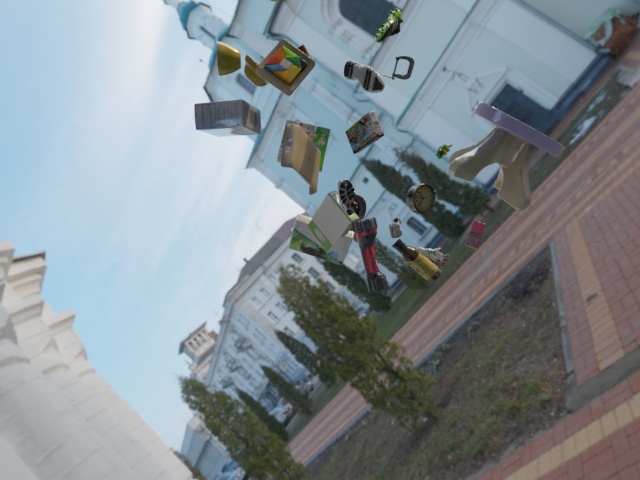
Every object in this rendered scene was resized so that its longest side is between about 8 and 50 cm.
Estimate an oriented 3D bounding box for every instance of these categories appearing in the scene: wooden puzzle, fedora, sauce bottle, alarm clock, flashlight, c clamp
[{"bbox_3d":[-0.175,-0.882,2.039,0.238,0.221,0.044,-55,2,-12],"label":"wooden puzzle"},{"bbox_3d":[0.133,-0.153,2.337,0.124,0.276,0.243,69,-163,-62],"label":"fedora"},{"bbox_3d":[0.586,0.115,2.486,0.111,0.344,0.111,-49,3,3],"label":"sauce bottle"},{"bbox_3d":[0.417,-0.185,1.732,0.192,0.064,0.129,12,-88,-34],"label":"alarm clock"},{"bbox_3d":[0.212,0.060,1.660,0.103,0.303,0.103,-14,0,9],"label":"flashlight"},{"bbox_3d":[0.389,-0.851,1.992,0.160,0.137,0.022,107,-178,-65],"label":"c clamp"}]

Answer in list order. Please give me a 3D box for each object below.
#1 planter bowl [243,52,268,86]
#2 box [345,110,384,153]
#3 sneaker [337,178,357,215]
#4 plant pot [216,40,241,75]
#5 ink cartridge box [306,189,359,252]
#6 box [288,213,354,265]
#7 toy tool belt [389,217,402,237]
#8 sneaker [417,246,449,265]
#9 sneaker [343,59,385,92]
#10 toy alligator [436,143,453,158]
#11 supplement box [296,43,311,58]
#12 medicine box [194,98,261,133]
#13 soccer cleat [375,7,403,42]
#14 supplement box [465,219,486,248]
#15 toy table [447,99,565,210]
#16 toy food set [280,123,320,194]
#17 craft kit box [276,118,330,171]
[{"bbox_3d":[-0.341,-0.883,2.138,0.090,0.217,0.217,-47,-10,13],"label":"planter bowl"},{"bbox_3d":[0.188,-0.465,1.748,0.036,0.114,0.207,-22,0,-26],"label":"box"},{"bbox_3d":[0.085,-0.161,1.486,0.068,0.071,0.169,-37,-37,-16],"label":"sneaker"},{"bbox_3d":[-0.383,-0.759,1.686,0.095,0.134,0.134,-4,-26,-14],"label":"plant pot"},{"bbox_3d":[0.050,-0.081,1.792,0.056,0.171,0.235,-21,-24,-42],"label":"ink cartridge box"},{"bbox_3d":[0.000,0.000,2.193,0.058,0.322,0.232,-69,-3,-45],"label":"box"},{"bbox_3d":[0.300,-0.050,1.645,0.052,0.083,0.051,-8,2,-23],"label":"toy tool belt"},{"bbox_3d":[0.560,0.060,1.983,0.057,0.161,0.075,12,-71,-53],"label":"sneaker"},{"bbox_3d":[0.237,-0.813,1.990,0.118,0.292,0.110,-10,-46,-31],"label":"sneaker"},{"bbox_3d":[0.702,-0.522,2.289,0.056,0.051,0.190,-17,22,50],"label":"toy alligator"},{"bbox_3d":[-0.151,-1.075,2.422,0.188,0.080,0.104,-28,-8,11],"label":"supplement box"},{"bbox_3d":[-0.517,-0.683,2.273,0.263,0.290,0.148,-25,-65,-77],"label":"medicine box"},{"bbox_3d":[0.271,-0.816,1.553,0.060,0.072,0.178,8,61,49],"label":"soccer cleat"},{"bbox_3d":[0.525,-0.019,1.364,0.055,0.043,0.083,-58,-24,-29],"label":"supplement box"},{"bbox_3d":[0.422,-0.201,0.942,0.160,0.275,0.252,-63,27,25],"label":"toy table"},{"bbox_3d":[-0.094,-0.379,1.925,0.306,0.093,0.219,37,-126,-59],"label":"toy food set"},{"bbox_3d":[-0.089,-0.514,2.176,0.061,0.250,0.246,111,171,-76],"label":"craft kit box"}]
